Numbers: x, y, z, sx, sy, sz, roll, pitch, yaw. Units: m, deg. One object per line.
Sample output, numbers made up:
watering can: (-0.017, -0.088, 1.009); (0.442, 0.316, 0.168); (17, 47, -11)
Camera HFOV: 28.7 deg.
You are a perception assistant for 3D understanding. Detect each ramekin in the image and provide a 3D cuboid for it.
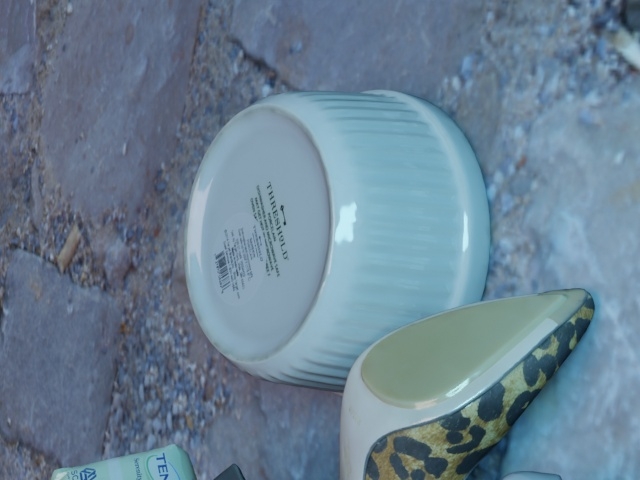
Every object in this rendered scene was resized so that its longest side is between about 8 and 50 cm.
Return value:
ramekin: (0.000, 0.000, 0.808); (0.207, 0.109, 0.207); (-7, 80, 51)

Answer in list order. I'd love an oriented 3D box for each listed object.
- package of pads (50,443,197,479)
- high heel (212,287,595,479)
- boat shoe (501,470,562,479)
package of pads: (-0.093, 0.304, 0.786); (0.297, 0.101, 0.229); (89, 167, -51)
high heel: (0.078, 0.147, 0.744); (0.261, 0.186, 0.093); (-34, 30, 7)
boat shoe: (0.067, 0.303, 0.630); (0.156, 0.136, 0.367); (-3, 88, 8)
